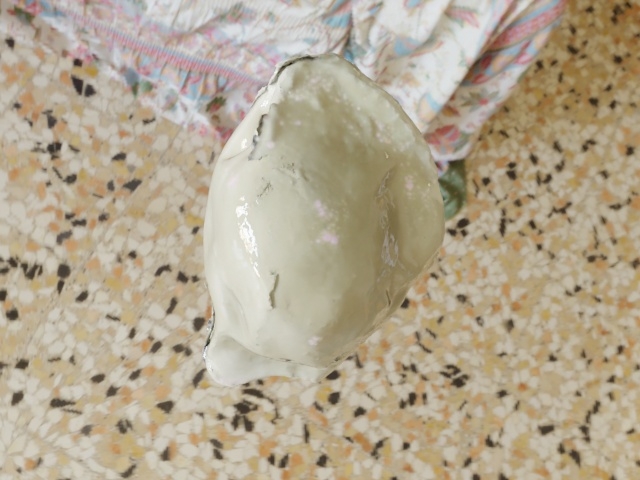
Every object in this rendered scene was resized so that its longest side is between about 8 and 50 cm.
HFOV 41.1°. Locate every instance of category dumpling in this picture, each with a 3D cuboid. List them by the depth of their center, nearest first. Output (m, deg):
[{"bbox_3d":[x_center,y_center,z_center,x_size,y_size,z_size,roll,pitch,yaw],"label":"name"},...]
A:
[{"bbox_3d":[0.000,0.000,0.470,0.136,0.118,0.199,9,117,-28],"label":"dumpling"}]
